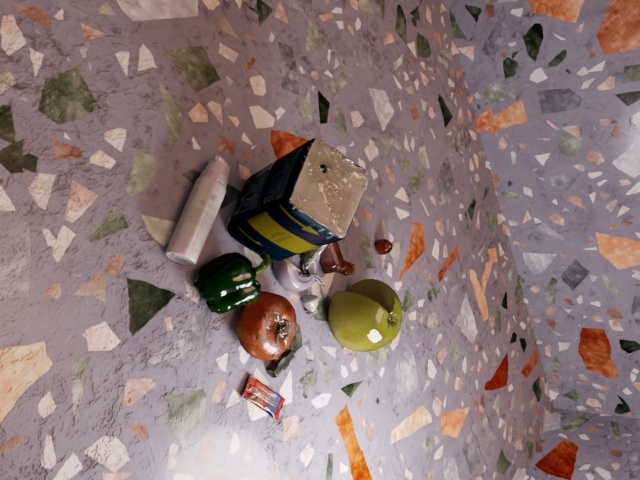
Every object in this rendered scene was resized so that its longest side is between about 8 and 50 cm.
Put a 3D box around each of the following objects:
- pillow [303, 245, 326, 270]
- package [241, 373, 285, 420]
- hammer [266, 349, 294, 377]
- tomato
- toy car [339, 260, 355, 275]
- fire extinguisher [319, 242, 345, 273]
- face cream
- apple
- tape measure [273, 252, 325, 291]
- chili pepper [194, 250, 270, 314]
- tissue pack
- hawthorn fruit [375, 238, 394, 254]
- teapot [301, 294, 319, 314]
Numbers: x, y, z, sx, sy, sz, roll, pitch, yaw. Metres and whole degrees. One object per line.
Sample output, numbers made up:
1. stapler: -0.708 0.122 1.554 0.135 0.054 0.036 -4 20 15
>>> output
1. pillow: 0.000 0.000 1.857 0.051 0.229 0.128 22 50 -10
2. package: -0.191 0.536 1.855 0.200 0.022 0.083 47 54 -36
3. hammer: -0.201 0.291 1.859 0.111 0.043 0.365 -41 114 -41
4. tomato: -0.162 0.278 1.810 0.236 0.095 0.237 10 76 -46
5. toy car: 0.090 0.105 2.206 0.122 0.035 0.059 21 74 -47
6. fire extinguisher: 0.016 -0.014 2.085 0.105 0.105 0.269 -33 109 -45
7. face cream: -0.365 -0.096 1.672 0.102 0.102 0.345 39 59 -39
8. apple: 0.178 0.289 2.123 0.292 0.254 0.292 -1 92 -48
9. tape measure: -0.076 0.095 1.970 0.196 0.105 0.178 3 84 -49
10. chili pepper: -0.256 0.117 1.705 0.261 0.165 0.174 -29 97 -21
11. tissue pack: -0.080 -0.117 1.726 0.253 0.416 0.264 32 62 -24
12. hawthorn fruit: 0.279 0.029 2.399 0.077 0.077 0.077 7 81 -48
13. teapot: -0.034 0.238 2.043 0.083 0.064 0.064 -69 150 -71
